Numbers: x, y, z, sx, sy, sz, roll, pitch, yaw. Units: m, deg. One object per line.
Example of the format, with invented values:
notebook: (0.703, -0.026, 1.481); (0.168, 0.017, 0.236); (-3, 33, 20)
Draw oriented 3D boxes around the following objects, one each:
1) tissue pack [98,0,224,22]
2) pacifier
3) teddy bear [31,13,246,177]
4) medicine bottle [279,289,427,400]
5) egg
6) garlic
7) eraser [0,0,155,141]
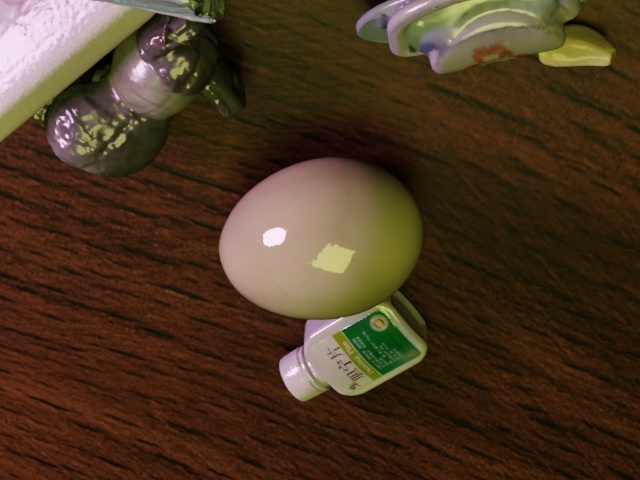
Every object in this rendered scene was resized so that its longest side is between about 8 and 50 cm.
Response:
tissue pack: (-0.266, -0.373, 1.240); (0.388, 0.162, 0.287); (11, 98, 9)
pacifier: (0.163, -0.288, 1.377); (0.279, 0.227, 0.207); (-12, 82, 9)
teddy bear: (-0.180, -0.175, 1.474); (0.251, 0.144, 0.171); (-34, 137, 23)
medicine bottle: (0.038, 0.135, 1.701); (0.183, 0.069, 0.119); (-31, 120, 22)
egg: (0.000, 0.000, 1.542); (0.241, 0.186, 0.186); (-15, 122, 16)
garlic: (0.281, -0.212, 1.470); (0.083, 0.053, 0.041); (6, 126, 8)
eraser: (-0.309, -0.236, 1.418); (0.270, 0.174, 0.095); (-35, 157, 23)
